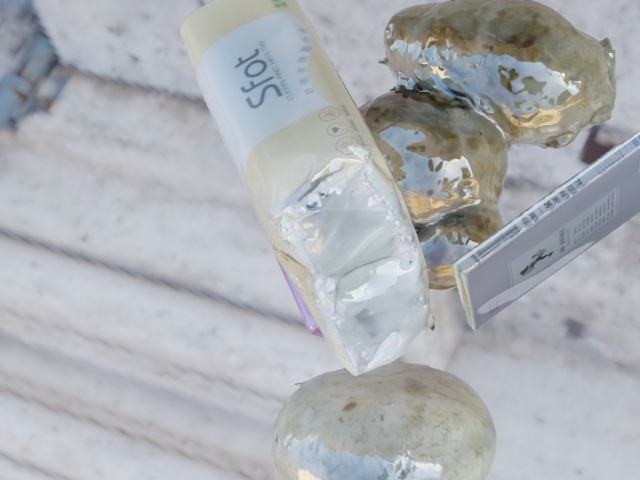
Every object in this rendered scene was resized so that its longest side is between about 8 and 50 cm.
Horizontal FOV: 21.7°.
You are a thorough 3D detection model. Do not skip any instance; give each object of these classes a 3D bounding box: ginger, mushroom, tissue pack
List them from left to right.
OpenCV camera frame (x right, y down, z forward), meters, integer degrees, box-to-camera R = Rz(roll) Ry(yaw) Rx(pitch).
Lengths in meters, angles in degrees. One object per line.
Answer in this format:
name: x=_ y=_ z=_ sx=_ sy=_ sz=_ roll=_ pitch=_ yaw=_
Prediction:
tissue pack: x=-0.007 y=-0.045 z=1.105 sx=0.186 sy=0.090 sz=0.222 roll=65 pitch=180 yaw=-46
mushroom: x=0.063 y=0.249 z=1.840 sx=0.254 sy=0.195 sz=0.189 roll=-1 pitch=-170 yaw=15
ginger: x=0.139 y=-0.107 z=1.650 sx=0.244 sy=0.304 sz=0.155 roll=29 pitch=178 yaw=13

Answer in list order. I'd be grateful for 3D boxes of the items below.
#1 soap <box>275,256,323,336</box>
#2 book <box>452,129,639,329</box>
soap: x=0.000 y=0.000 z=1.697 sx=0.065 sy=0.203 sz=0.122 roll=-33 pitch=156 yaw=22
book: x=0.171 y=-0.010 z=1.154 sx=0.014 sy=0.182 sz=0.127 roll=53 pitch=174 yaw=22
